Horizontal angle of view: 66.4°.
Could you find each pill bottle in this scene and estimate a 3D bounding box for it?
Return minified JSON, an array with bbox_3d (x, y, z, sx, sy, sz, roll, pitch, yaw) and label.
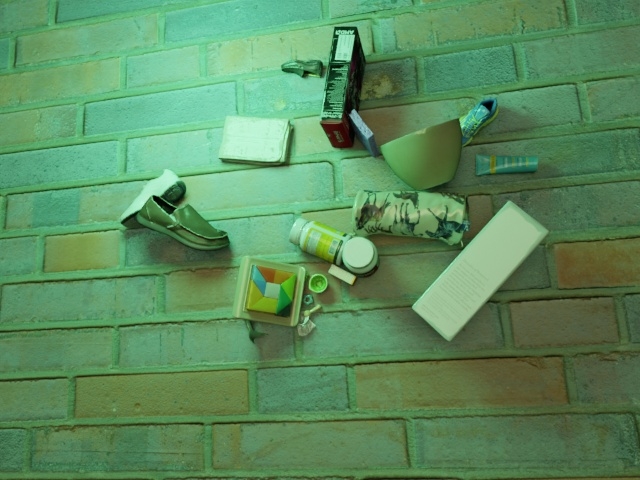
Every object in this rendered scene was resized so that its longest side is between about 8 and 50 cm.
[{"bbox_3d":[0.000,0.000,1.769,0.208,0.119,0.119,23,84,13],"label":"pill bottle"},{"bbox_3d":[0.140,0.058,1.681,0.121,0.221,0.121,-2,79,10],"label":"pill bottle"}]

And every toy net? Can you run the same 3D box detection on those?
[{"bbox_3d":[-0.054,0.229,1.774,0.122,0.045,0.233,16,83,12],"label":"toy net"}]

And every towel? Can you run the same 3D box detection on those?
[{"bbox_3d":[-0.256,-0.396,1.924,0.281,0.049,0.187,7,80,12],"label":"towel"}]

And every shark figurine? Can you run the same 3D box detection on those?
[{"bbox_3d":[-0.252,0.222,1.777,0.166,0.116,0.279,14,81,13],"label":"shark figurine"}]

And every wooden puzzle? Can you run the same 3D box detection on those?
[{"bbox_3d":[-0.178,0.180,1.732,0.238,0.044,0.221,12,78,-15],"label":"wooden puzzle"}]

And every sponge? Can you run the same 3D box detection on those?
[{"bbox_3d":[0.159,-0.381,1.765,0.031,0.210,0.117,-37,75,4],"label":"sponge"}]

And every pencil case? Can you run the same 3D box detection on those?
[{"bbox_3d":[0.308,-0.081,1.710,0.409,0.160,0.184,3,77,10],"label":"pencil case"}]

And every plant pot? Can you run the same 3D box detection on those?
[{"bbox_3d":[0.369,-0.282,1.698,0.283,0.284,0.191,-18,96,6],"label":"plant pot"}]

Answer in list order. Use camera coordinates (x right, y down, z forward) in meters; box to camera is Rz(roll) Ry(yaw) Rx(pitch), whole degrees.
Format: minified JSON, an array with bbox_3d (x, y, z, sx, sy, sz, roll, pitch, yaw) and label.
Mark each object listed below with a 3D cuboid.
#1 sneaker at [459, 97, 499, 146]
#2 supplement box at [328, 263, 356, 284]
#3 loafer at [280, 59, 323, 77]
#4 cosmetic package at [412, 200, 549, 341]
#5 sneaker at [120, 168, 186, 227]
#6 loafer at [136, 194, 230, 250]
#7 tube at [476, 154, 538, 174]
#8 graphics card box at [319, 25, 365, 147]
[{"bbox_3d":[0.539,-0.428,1.751,0.240,0.126,0.091,-44,76,-1],"label":"sneaker"},{"bbox_3d":[0.081,0.125,1.761,0.098,0.062,0.036,27,86,13],"label":"supplement box"},{"bbox_3d":[-0.075,-0.677,1.939,0.169,0.062,0.062,0,85,11],"label":"loafer"},{"bbox_3d":[0.509,0.108,1.596,0.161,0.230,0.453,43,91,15],"label":"cosmetic package"},{"bbox_3d":[-0.669,-0.161,1.937,0.297,0.111,0.129,-37,59,-1],"label":"sneaker"},{"bbox_3d":[-0.506,-0.068,1.824,0.365,0.134,0.130,20,108,-1],"label":"loafer"},{"bbox_3d":[0.663,-0.271,1.746,0.206,0.052,0.080,1,69,16],"label":"tube"},{"bbox_3d":[0.086,-0.557,1.799,0.094,0.233,0.371,5,80,15],"label":"graphics card box"}]
